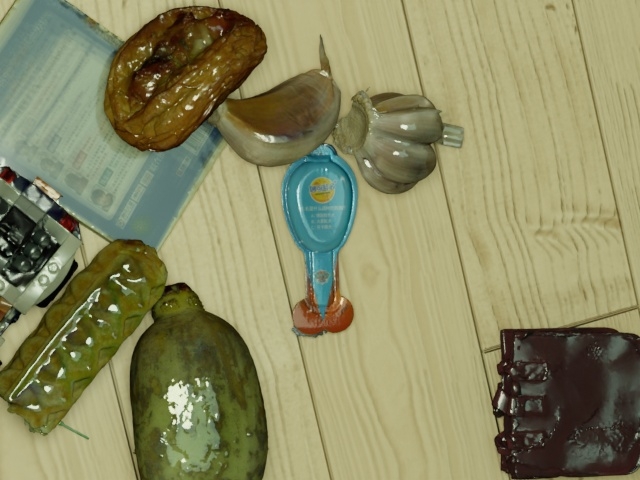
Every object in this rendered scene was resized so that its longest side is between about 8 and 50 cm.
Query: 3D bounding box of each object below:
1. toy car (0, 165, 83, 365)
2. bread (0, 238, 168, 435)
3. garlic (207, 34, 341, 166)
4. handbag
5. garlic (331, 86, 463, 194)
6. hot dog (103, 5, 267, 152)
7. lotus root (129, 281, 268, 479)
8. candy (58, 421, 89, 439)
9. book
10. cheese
[{"bbox_3d":[-0.422,0.049,1.799,0.193,0.118,0.301,40,82,-7],"label":"toy car"},{"bbox_3d":[-0.290,0.111,1.840,0.269,0.098,0.087,-52,128,-12],"label":"bread"},{"bbox_3d":[-0.038,-0.172,1.934,0.198,0.090,0.129,-33,87,-22],"label":"garlic"},{"bbox_3d":[0.340,0.222,2.065,0.216,0.074,0.203,0,90,-16],"label":"handbag"},{"bbox_3d":[0.121,-0.127,1.980,0.194,0.127,0.131,6,121,-45],"label":"garlic"},{"bbox_3d":[-0.164,-0.210,1.859,0.227,0.160,0.099,-48,145,-24],"label":"hot dog"},{"bbox_3d":[-0.160,0.205,1.867,0.173,0.173,0.309,-8,86,-17],"label":"lotus root"},{"bbox_3d":[-0.324,0.228,1.881,0.083,0.023,0.025,31,66,-22],"label":"candy"},{"bbox_3d":[-0.290,-0.147,1.889,0.322,0.018,0.228,35,79,-15],"label":"book"},{"bbox_3d":[0.000,0.000,1.974,0.106,0.037,0.256,-1,92,-17],"label":"cheese"}]
